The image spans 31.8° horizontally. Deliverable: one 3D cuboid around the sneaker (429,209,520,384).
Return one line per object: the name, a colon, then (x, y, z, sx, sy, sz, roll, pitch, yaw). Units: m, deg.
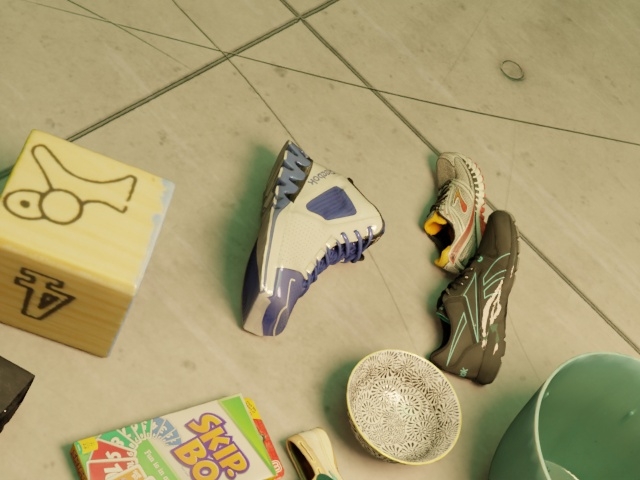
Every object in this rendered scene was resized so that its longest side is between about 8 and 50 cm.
sneaker: (0.233, 0.076, 1.679, 0.106, 0.101, 0.267, 11, 75, 2)

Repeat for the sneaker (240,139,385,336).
sneaker: (0.000, -0.001, 1.641, 0.182, 0.127, 0.315, 18, 50, -9)

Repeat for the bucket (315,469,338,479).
bucket: (-0.006, 0.422, 1.262, 0.183, 0.281, 0.281, 39, 51, 0)

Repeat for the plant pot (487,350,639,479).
plant pot: (0.358, 0.332, 1.501, 0.293, 0.235, 0.293, 12, 53, -17)

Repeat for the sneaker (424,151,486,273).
sneaker: (0.212, -0.049, 1.795, 0.092, 0.088, 0.225, 6, 55, -19)

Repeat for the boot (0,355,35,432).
boot: (-0.531, 0.063, 1.337, 0.445, 0.146, 0.367, 31, 62, 5)

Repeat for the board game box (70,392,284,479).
board game box: (-0.174, 0.280, 1.431, 0.259, 0.039, 0.124, -12, 64, -33)

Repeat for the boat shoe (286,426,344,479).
boat shoe: (-0.001, 0.325, 1.461, 0.059, 0.063, 0.170, -6, 51, -24)

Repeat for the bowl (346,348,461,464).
bowl: (0.101, 0.242, 1.548, 0.170, 0.080, 0.170, 12, 54, -17)

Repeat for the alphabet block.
alphabet block: (-0.321, 0.007, 1.449, 0.197, 0.193, 0.192, 22, 50, -9)
